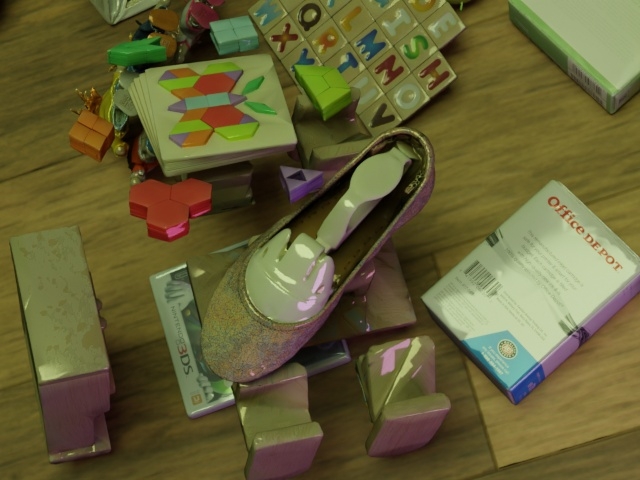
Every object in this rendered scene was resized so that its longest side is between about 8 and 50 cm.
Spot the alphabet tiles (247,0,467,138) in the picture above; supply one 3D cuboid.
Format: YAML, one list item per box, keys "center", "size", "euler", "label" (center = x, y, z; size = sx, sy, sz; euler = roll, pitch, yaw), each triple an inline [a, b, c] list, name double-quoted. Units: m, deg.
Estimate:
- center: [0.048, -0.238, 1.747]
  size: [0.198, 0.009, 0.237]
  euler: [-38, 69, 15]
  label: "alphabet tiles"

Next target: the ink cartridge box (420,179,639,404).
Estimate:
- center: [0.223, 0.054, 1.594]
  size: [0.190, 0.082, 0.139]
  euler: [-41, 68, -4]
  label: "ink cartridge box"

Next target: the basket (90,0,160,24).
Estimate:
- center: [-0.244, -0.354, 1.803]
  size: [0.113, 0.167, 0.103]
  euler: [-24, 61, 4]
  label: "basket"

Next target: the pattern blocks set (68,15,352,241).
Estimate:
- center: [-0.108, -0.130, 1.537]
  size: [0.285, 0.026, 0.325]
  euler: [-19, 41, -19]
  label: "pattern blocks set"

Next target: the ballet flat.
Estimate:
- center: [0.000, 0.000, 1.456]
  size: [0.107, 0.106, 0.316]
  euler: [38, 67, 6]
  label: "ballet flat"

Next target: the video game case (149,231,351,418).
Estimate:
- center: [-0.080, 0.085, 1.687]
  size: [0.190, 0.022, 0.173]
  euler: [-21, 68, 5]
  label: "video game case"

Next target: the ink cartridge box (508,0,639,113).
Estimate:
- center: [0.350, -0.278, 1.695]
  size: [0.235, 0.056, 0.171]
  euler: [-40, 68, -6]
  label: "ink cartridge box"

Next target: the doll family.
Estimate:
- center: [-0.206, -0.193, 1.746]
  size: [0.118, 0.163, 0.263]
  euler: [22, 75, -14]
  label: "doll family"

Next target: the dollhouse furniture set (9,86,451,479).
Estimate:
- center: [-0.109, 0.083, 1.605]
  size: [0.394, 0.256, 0.362]
  euler: [-11, 68, -13]
  label: "dollhouse furniture set"

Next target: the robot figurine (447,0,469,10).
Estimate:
- center: [0.146, -0.319, 1.749]
  size: [0.101, 0.067, 0.115]
  euler: [-43, 67, 24]
  label: "robot figurine"
